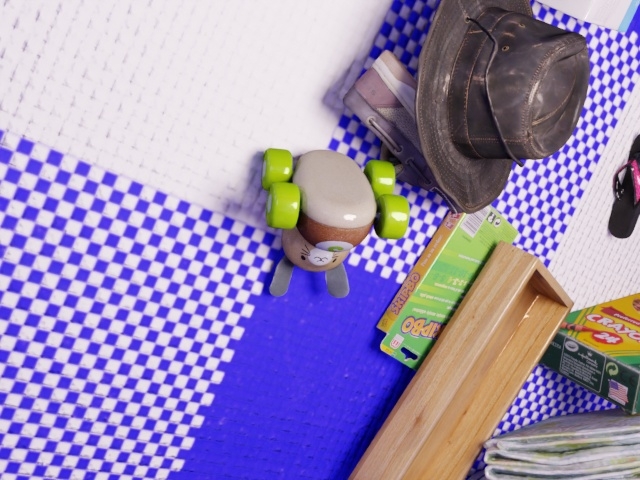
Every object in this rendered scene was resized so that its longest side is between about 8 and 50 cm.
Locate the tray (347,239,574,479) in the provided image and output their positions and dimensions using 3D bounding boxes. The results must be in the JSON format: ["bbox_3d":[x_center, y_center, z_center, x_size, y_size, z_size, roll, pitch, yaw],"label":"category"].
[{"bbox_3d":[0.219,0.220,1.180,0.411,0.076,0.203,-57,141,-4],"label":"tray"}]

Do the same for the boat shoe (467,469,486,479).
[{"bbox_3d":[0.384,0.600,1.403,0.187,0.156,0.500,-43,127,-18],"label":"boat shoe"}]

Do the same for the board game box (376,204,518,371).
[{"bbox_3d":[0.182,0.065,1.142,0.124,0.039,0.259,35,84,-39],"label":"board game box"}]

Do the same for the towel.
[{"bbox_3d":[0.469,0.317,1.226,0.374,0.320,0.090,2,75,-49],"label":"towel"}]

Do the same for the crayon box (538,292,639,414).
[{"bbox_3d":[0.551,0.175,1.328,0.318,0.202,0.081,-10,113,-32],"label":"crayon box"}]

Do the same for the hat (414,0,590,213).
[{"bbox_3d":[0.244,-0.192,0.945,0.331,0.134,0.331,-10,102,-53],"label":"hat"}]

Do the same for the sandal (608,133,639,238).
[{"bbox_3d":[0.508,-0.088,1.287,0.040,0.067,0.179,6,107,-24],"label":"sandal"}]

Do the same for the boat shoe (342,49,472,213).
[{"bbox_3d":[0.116,-0.118,0.996,0.092,0.103,0.285,-32,140,10],"label":"boat shoe"}]

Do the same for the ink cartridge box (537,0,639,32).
[{"bbox_3d":[0.357,-0.342,1.043,0.143,0.092,0.090,-5,124,-46],"label":"ink cartridge box"}]

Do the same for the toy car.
[{"bbox_3d":[0.000,0.000,0.941,0.155,0.149,0.188,5,125,-13],"label":"toy car"}]
